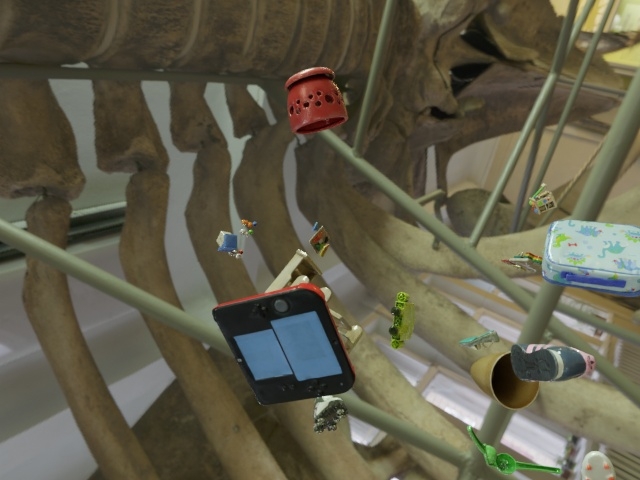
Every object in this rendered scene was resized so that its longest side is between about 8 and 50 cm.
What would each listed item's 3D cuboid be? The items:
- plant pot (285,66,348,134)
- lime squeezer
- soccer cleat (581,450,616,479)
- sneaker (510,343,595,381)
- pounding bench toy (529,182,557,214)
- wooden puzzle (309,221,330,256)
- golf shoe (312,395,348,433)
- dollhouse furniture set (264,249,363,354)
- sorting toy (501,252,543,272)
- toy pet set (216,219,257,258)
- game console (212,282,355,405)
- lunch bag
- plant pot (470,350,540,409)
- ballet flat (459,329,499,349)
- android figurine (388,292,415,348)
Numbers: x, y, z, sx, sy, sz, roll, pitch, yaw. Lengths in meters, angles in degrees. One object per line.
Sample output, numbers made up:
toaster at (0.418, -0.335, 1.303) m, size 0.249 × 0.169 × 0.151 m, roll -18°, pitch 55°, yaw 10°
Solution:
plant pot at (-0.022, -0.455, 1.534) m, size 0.191 × 0.191 × 0.174 m, roll -19°, pitch -87°, yaw -56°
lime squeezer at (0.500, 0.600, 1.294) m, size 0.110 × 0.311 × 0.058 m, roll -47°, pitch 18°, yaw 56°
soccer cleat at (0.634, 0.549, 1.060) m, size 0.196 × 0.068 × 0.076 m, roll 68°, pitch -155°, yaw -12°
sneaker at (0.656, 0.353, 1.350) m, size 0.319 × 0.131 × 0.112 m, roll 91°, pitch 177°, yaw -82°
pounding bench toy at (0.701, -0.133, 1.498) m, size 0.083 × 0.065 × 0.052 m, roll 64°, pitch -167°, yaw -8°
wooden puzzle at (0.000, 0.000, 1.465) m, size 0.078 × 0.014 × 0.116 m, roll -57°, pitch -40°, yaw -12°
golf shoe at (0.017, 0.557, 1.567) m, size 0.105 × 0.120 × 0.272 m, roll -2°, pitch -33°, yaw -14°
dollhouse furniture set at (-0.009, 0.249, 2.043) m, size 0.256 × 0.394 × 0.362 m, roll -52°, pitch -42°, yaw -14°
sorting toy at (0.887, 0.092, 1.976) m, size 0.274 × 0.132 × 0.046 m, roll 166°, pitch 127°, yaw -79°
toy pet set at (-0.251, 0.002, 1.435) m, size 0.114 × 0.065 × 0.122 m, roll 10°, pitch -65°, yaw -42°
game console at (-0.101, 0.320, 1.393) m, size 0.060 × 0.342 × 0.386 m, roll -78°, pitch -31°, yaw -65°
lunch bag at (0.639, 0.039, 1.096) m, size 0.176 × 0.219 × 0.090 m, roll -59°, pitch -34°, yaw -40°
plant pot at (0.781, 0.596, 2.062) m, size 0.237 × 0.237 × 0.254 m, roll -59°, pitch 7°, yaw -13°
ballet flat at (0.729, 0.470, 2.157) m, size 0.072 × 0.068 × 0.213 m, roll -15°, pitch -15°, yaw -38°
android figurine at (0.362, 0.354, 2.070) m, size 0.273 × 0.056 × 0.248 m, roll 16°, pitch -100°, yaw -64°
